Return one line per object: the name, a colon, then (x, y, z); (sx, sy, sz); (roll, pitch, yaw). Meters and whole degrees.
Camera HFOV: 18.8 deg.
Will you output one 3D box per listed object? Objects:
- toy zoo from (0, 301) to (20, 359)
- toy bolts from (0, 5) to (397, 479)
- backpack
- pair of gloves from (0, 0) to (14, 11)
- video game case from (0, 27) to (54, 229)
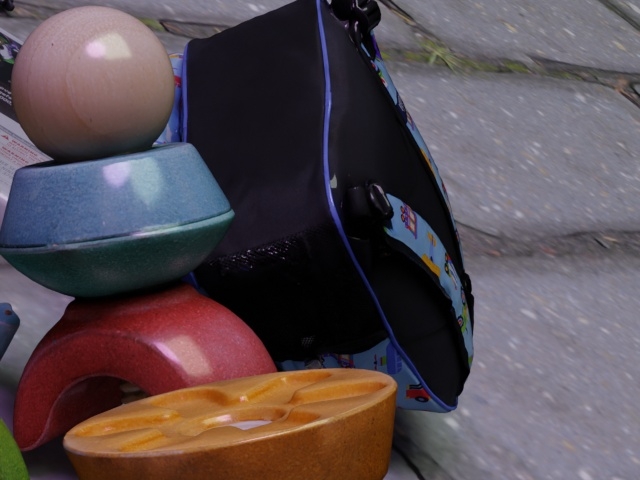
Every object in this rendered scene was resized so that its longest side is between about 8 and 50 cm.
toy zoo: (-0.247, -0.034, 0.747); (0.293, 0.030, 0.192); (31, 22, -1)
toy bolts: (-0.076, -0.001, 0.635); (0.218, 0.158, 0.228); (-7, 6, 19)
backpack: (0.000, 0.000, 0.860); (0.173, 0.117, 0.158); (58, 21, -44)
pair of gloves: (-0.211, -0.146, 1.061); (0.074, 0.010, 0.083); (37, 25, 11)
video game case: (-0.129, -0.040, 0.928); (0.190, 0.022, 0.173); (31, 22, 2)
